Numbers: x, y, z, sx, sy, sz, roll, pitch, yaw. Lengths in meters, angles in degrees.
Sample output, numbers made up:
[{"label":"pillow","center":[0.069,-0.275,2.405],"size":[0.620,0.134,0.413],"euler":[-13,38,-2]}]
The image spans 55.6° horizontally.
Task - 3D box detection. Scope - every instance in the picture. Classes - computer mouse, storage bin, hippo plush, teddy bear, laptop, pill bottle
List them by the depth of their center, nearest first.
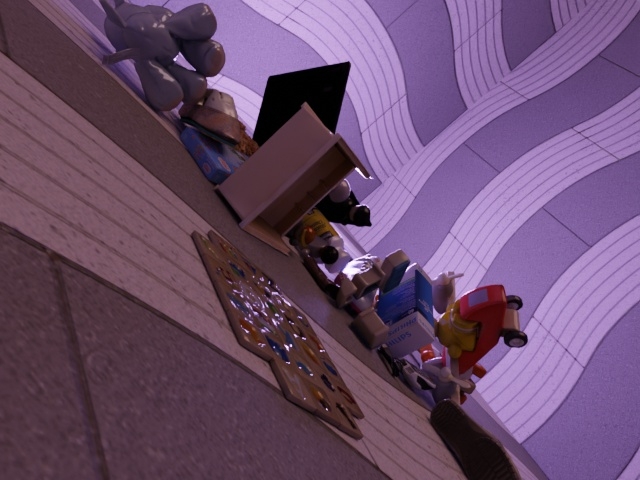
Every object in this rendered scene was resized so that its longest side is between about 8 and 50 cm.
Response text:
[{"label":"storage bin","center":[-0.048,-0.118,1.302],"size":[0.123,0.262,0.260],"euler":[49,5,25]},{"label":"hippo plush","center":[-0.388,-0.427,1.366],"size":[0.294,0.234,0.237],"euler":[-14,30,-37]},{"label":"computer mouse","center":[0.211,0.323,1.470],"size":[0.193,0.042,0.106],"euler":[38,6,-34]},{"label":"pill bottle","center":[0.000,0.000,1.685],"size":[0.184,0.103,0.103],"euler":[51,6,23]},{"label":"teddy bear","center":[-0.215,-0.251,1.697],"size":[0.338,0.113,0.245],"euler":[46,8,-22]},{"label":"laptop","center":[-0.010,-0.279,1.822],"size":[0.236,0.407,0.382],"euler":[17,-5,-41]}]

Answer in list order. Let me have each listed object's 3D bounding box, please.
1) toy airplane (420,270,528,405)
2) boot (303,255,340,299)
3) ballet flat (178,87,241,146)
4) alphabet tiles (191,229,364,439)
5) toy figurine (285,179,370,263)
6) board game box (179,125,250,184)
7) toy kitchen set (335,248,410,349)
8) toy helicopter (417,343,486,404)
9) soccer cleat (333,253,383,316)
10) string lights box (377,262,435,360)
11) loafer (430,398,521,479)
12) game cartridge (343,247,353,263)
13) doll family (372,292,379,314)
[{"label":"toy airplane","center":[0.357,0.276,1.679],"size":[0.273,0.384,0.386],"euler":[17,2,-9]},{"label":"boot","center":[0.007,0.091,1.502],"size":[0.114,0.037,0.106],"euler":[47,1,38]},{"label":"ballet flat","center":[-0.257,-0.303,1.421],"size":[0.108,0.106,0.316],"euler":[21,7,-37]},{"label":"alphabet tiles","center":[-0.059,0.123,0.864],"size":[0.285,0.011,0.342],"euler":[44,7,-43]},{"label":"toy figurine","center":[0.006,-0.056,1.526],"size":[0.148,0.209,0.213],"euler":[29,-11,35]},{"label":"board game box","center":[-0.202,-0.166,1.378],"size":[0.212,0.039,0.160],"euler":[23,24,-53]},{"label":"toy kitchen set","center":[0.152,0.152,1.464],"size":[0.166,0.207,0.122],"euler":[52,-28,23]},{"label":"toy helicopter","center":[0.350,0.371,1.967],"size":[0.355,0.140,0.235],"euler":[40,8,35]},{"label":"soccer cleat","center":[0.113,0.102,1.661],"size":[0.116,0.143,0.331],"euler":[48,6,-6]},{"label":"string lights box","center":[0.221,0.183,1.595],"size":[0.076,0.133,0.259],"euler":[47,27,-20]},{"label":"loafer","center":[0.342,0.449,1.292],"size":[0.092,0.102,0.268],"euler":[36,12,-40]},{"label":"game cartridge","center":[0.020,0.003,2.103],"size":[0.196,0.060,0.294],"euler":[53,6,11]},{"label":"doll family","center":[0.198,0.226,1.798],"size":[0.163,0.118,0.263],"euler":[56,25,9]}]
